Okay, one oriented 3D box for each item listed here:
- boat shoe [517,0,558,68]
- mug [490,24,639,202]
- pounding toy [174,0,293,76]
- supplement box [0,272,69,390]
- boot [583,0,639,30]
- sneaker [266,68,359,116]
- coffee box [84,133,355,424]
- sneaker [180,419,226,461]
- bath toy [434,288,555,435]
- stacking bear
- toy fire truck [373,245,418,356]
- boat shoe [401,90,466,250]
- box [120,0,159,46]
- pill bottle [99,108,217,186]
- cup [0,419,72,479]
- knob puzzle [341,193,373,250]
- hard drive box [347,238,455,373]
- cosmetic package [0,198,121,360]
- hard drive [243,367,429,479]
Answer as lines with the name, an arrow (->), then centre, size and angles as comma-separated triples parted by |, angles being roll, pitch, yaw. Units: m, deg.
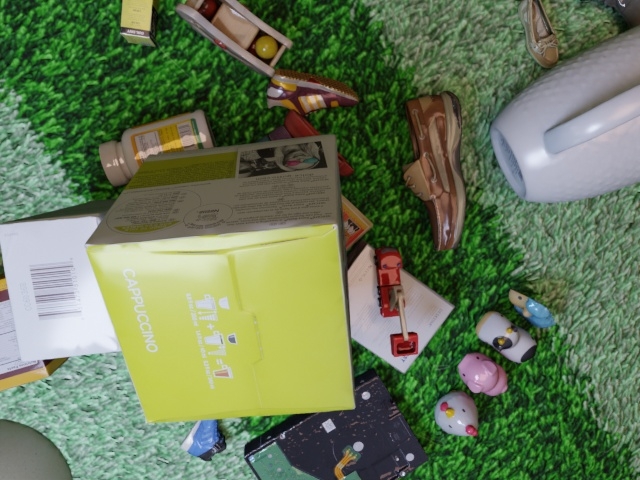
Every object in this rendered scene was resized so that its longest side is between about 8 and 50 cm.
boat shoe -> 0.458, -0.433, 1.200 | 0.056, 0.048, 0.152 | -22, 99, -2
mug -> 0.511, -0.218, 1.073 | 0.328, 0.374, 0.276 | -24, 88, 7
pounding toy -> -0.165, -0.443, 1.085 | 0.270, 0.154, 0.154 | 33, 93, -9
supplement box -> -0.577, 0.159, 1.104 | 0.129, 0.191, 0.194 | -16, 98, -3
boot -> 0.613, -0.497, 1.201 | 0.161, 0.083, 0.246 | 5, 91, 1
sneaker -> -0.017, -0.287, 1.171 | 0.186, 0.069, 0.083 | 11, 122, -14
coffee box -> -0.125, 0.054, 0.948 | 0.339, 0.334, 0.337 | -5, 120, 3
sneaker -> -0.226, 0.404, 1.236 | 0.085, 0.058, 0.152 | 32, 98, -3
bath toy -> 0.364, 0.276, 1.244 | 0.152, 0.129, 0.348 | 32, 94, -9
stacking bear -> -0.101, -0.101, 1.140 | 0.289, 0.175, 0.164 | -44, 81, 10
toy fire truck -> 0.143, 0.112, 1.106 | 0.047, 0.135, 0.191 | -6, 98, -5
boat shoe -> 0.226, -0.140, 1.189 | 0.120, 0.122, 0.323 | -3, 90, 0
box -> -0.335, -0.497, 1.097 | 0.058, 0.087, 0.232 | 6, 96, -8
pill bottle -> -0.311, -0.173, 1.124 | 0.209, 0.117, 0.117 | -17, 99, -4
cup -> -0.689, 0.554, 1.123 | 0.332, 0.237, 0.330 | -1, 98, -5
knob puzzle -> 0.000, 0.000, 1.164 | 0.213, 0.030, 0.213 | -19, 136, -19
hard drive box -> 0.131, 0.137, 1.222 | 0.232, 0.089, 0.181 | 36, 93, -8
cosmetic package -> -0.381, 0.042, 1.011 | 0.156, 0.385, 0.217 | -6, 100, 0
hard drive -> 0.034, 0.465, 1.268 | 0.339, 0.064, 0.236 | -32, 99, -2
